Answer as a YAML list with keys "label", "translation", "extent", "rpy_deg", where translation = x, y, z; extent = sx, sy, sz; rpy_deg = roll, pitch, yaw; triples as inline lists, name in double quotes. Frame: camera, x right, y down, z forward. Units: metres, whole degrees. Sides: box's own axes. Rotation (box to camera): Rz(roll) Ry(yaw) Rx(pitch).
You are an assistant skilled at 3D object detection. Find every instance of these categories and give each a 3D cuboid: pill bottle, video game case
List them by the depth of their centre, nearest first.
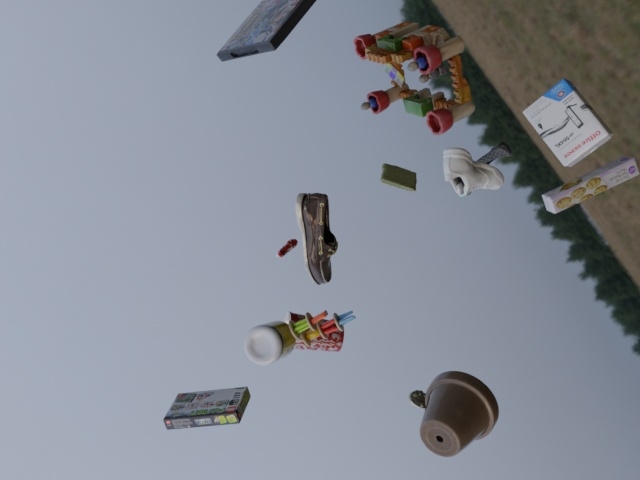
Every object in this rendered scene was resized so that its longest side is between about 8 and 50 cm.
- label: "pill bottle"
  translation: [-0.124, 0.265, 1.743]
  extent: [0.103, 0.103, 0.184]
  rpy_deg: [57, -168, 9]
- label: "video game case"
  translation: [-0.141, -0.622, 1.879]
  extent: [0.035, 0.248, 0.274]
  rpy_deg: [50, -119, -34]

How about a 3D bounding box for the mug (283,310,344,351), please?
- label: "mug"
  translation: [-0.023, 0.266, 2.004]
  extent: [0.170, 0.113, 0.150]
  rpy_deg: [9, -136, -13]

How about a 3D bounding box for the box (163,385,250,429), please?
- label: "box"
  translation: [-0.299, 0.442, 1.754]
  extent: [0.114, 0.207, 0.036]
  rpy_deg: [-68, -34, -63]

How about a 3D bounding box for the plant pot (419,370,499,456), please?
- label: "plant pot"
  translation: [0.455, 0.618, 2.296]
  extent: [0.263, 0.263, 0.229]
  rpy_deg: [55, -140, 2]

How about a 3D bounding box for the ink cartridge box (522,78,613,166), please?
- label: "ink cartridge box"
  translation: [0.699, -0.330, 1.878]
  extent: [0.203, 0.148, 0.086]
  rpy_deg: [57, -151, 14]

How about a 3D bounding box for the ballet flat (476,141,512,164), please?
- label: "ballet flat"
  translation: [0.502, -0.233, 1.987]
  extent: [0.058, 0.173, 0.049]
  rpy_deg: [-25, -102, -36]

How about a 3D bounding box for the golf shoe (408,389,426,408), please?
- label: "golf shoe"
  translation: [0.374, 0.609, 2.509]
  extent: [0.176, 0.086, 0.069]
  rpy_deg: [21, -124, -42]

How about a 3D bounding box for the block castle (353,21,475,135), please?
- label: "block castle"
  translation: [0.291, -0.549, 2.245]
  extent: [0.453, 0.213, 0.302]
  rpy_deg: [37, 149, 54]

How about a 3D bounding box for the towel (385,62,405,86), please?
- label: "towel"
  translation: [0.245, -0.545, 2.183]
  extent: [0.083, 0.009, 0.060]
  rpy_deg: [48, 167, 5]

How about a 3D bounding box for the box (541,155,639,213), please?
- label: "box"
  translation: [0.911, -0.189, 2.242]
  extent: [0.063, 0.324, 0.067]
  rpy_deg: [-124, 11, -74]

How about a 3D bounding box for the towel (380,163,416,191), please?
- label: "towel"
  translation: [0.307, -0.245, 2.597]
  extent: [0.148, 0.027, 0.110]
  rpy_deg: [16, -132, -6]

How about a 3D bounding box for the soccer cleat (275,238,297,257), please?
- label: "soccer cleat"
  translation: [-0.101, 0.023, 1.958]
  extent: [0.029, 0.036, 0.083]
  rpy_deg: [51, -124, -9]

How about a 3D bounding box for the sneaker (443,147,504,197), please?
- label: "sneaker"
  translation: [0.354, -0.142, 1.566]
  extent: [0.212, 0.080, 0.094]
  rpy_deg: [19, -105, -39]

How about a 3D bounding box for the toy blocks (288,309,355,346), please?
- label: "toy blocks"
  translation: [0.008, 0.211, 1.712]
  extent: [0.123, 0.148, 0.054]
  rpy_deg: [46, -160, -55]

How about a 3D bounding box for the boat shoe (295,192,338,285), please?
- label: "boat shoe"
  translation: [0.000, 0.000, 2.094]
  extent: [0.116, 0.097, 0.324]
  rpy_deg: [-59, -36, -59]
